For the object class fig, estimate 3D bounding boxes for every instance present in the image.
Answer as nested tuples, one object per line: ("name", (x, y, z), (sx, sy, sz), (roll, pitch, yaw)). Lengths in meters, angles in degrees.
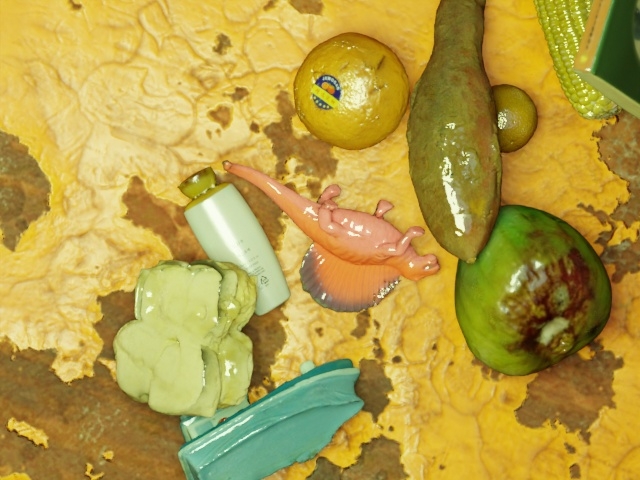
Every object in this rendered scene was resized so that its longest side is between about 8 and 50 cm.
("fig", (0.235, 0.051, 1.640), (0.181, 0.181, 0.191), (-16, 63, -5))

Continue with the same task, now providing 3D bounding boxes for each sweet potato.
("sweet potato", (0.153, -0.159, 1.616), (0.109, 0.109, 0.385), (3, 73, -5))

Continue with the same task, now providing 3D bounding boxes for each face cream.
("face cream", (-0.101, 0.000, 1.661), (0.072, 0.051, 0.182), (-33, 95, -8))

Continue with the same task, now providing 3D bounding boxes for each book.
("book", (0.402, -0.331, 1.622), (0.043, 0.260, 0.371), (17, 88, 37))

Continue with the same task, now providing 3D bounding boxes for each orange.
("orange", (0.216, -0.144, 1.677), (0.085, 0.085, 0.085), (0, 91, -5))
("orange", (0.039, -0.171, 1.639), (0.136, 0.117, 0.135), (3, 95, 39))

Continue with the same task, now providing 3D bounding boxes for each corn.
("corn", (0.302, -0.284, 1.673), (0.101, 0.101, 0.291), (-16, 95, -5))

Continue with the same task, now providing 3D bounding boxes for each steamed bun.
("steamed bun", (-0.148, 0.112, 1.620), (0.192, 0.106, 0.177), (-2, 79, 38))

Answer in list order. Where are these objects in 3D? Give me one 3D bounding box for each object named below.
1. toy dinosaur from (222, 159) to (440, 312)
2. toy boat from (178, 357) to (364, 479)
("toy dinosaur", (0.001, 0.008, 1.673), (0.286, 0.070, 0.139), (18, 112, -8))
("toy boat", (-0.058, 0.205, 1.654), (0.238, 0.098, 0.109), (-25, 136, -13))
